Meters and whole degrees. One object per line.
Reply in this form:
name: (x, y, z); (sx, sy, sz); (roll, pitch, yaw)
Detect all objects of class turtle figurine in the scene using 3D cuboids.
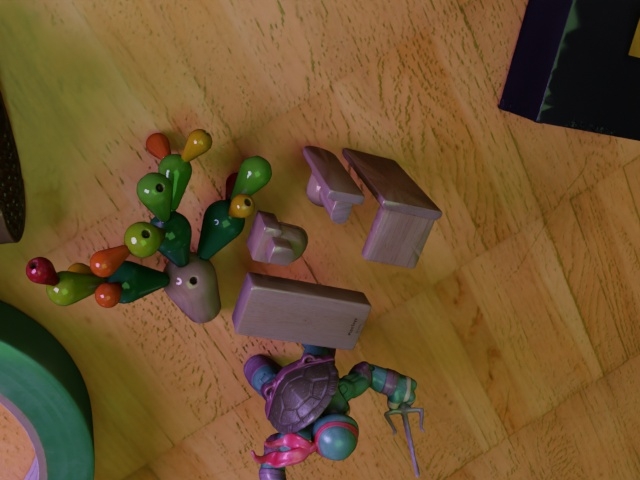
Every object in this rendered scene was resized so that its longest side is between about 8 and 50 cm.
turtle figurine: (0.002, 0.153, 0.701); (0.175, 0.234, 0.118); (-29, 117, -5)

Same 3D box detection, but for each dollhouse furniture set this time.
dollhouse furniture set: (0.000, 0.000, 0.711); (0.144, 0.123, 0.151); (11, 114, -22)

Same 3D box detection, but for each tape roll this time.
tape roll: (-0.370, 0.196, 0.687); (0.321, 0.077, 0.321); (-6, 113, -15)

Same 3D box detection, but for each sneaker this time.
sneaker: (-0.299, -0.085, 0.612); (0.086, 0.064, 0.192); (-4, 117, -1)

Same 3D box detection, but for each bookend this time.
bookend: (0.276, -0.185, 0.746); (0.156, 0.072, 0.157); (5, 108, -21)

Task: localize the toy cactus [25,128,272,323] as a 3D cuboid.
toy cactus: (-0.136, 0.007, 0.681); (0.219, 0.112, 0.180); (-42, 144, -23)
